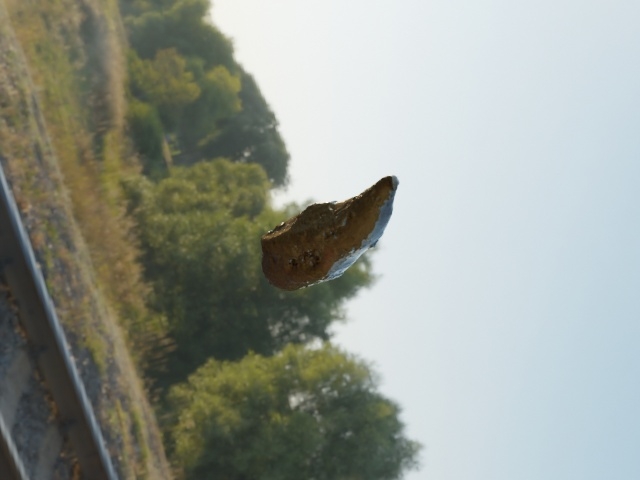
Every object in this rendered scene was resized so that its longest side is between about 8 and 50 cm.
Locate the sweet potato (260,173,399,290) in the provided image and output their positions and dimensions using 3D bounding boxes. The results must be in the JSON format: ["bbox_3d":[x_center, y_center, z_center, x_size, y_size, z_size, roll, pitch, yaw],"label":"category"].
[{"bbox_3d":[0.000,0.000,0.659,0.206,0.068,0.060,-33,-128,49],"label":"sweet potato"}]
